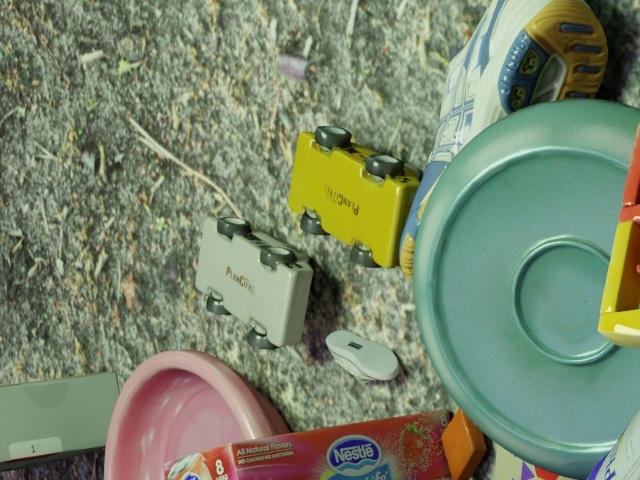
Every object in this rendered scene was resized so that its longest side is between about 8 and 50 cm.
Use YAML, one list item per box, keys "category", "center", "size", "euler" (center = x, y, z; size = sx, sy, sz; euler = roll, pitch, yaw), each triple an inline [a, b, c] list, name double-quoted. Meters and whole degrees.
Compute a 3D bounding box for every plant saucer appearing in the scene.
- category: "plant saucer"
  center: [0.206, 0.046, 1.573]
  size: [0.318, 0.044, 0.317]
  euler: [7, 103, 30]
- category: "plant saucer"
  center: [-0.115, 0.279, 2.098]
  size: [0.332, 0.084, 0.332]
  euler: [7, 99, 52]

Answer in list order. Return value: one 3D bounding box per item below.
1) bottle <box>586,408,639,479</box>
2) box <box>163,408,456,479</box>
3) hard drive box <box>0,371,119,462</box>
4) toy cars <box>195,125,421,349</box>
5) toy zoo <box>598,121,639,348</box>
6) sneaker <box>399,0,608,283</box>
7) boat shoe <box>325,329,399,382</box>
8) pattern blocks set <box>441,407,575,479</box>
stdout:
- category: "bottle"
  center: [0.250, 0.193, 1.493]
  size: [0.092, 0.118, 0.283]
  euler: [32, 129, 6]
- category: "box"
  center: [0.001, 0.238, 1.788]
  size: [0.123, 0.257, 0.128]
  euler: [-25, 73, 51]
- category: "hard drive box"
  center: [-0.370, 0.226, 2.356]
  size: [0.232, 0.181, 0.089]
  euler: [-22, 77, 53]
- category: "toy cars"
  center: [0.000, 0.000, 1.917]
  size: [0.394, 0.087, 0.176]
  euler: [-38, 58, 52]
- category: "toy zoo"
  center: [0.299, -0.029, 1.407]
  size: [0.192, 0.030, 0.293]
  euler: [-9, 56, 44]
- category: "sneaker"
  center: [0.150, -0.094, 1.696]
  size: [0.296, 0.112, 0.131]
  euler: [-62, 28, 25]
- category: "boat shoe"
  center: [0.043, 0.120, 1.913]
  size: [0.100, 0.035, 0.035]
  euler: [23, 139, 46]
- category: "pattern blocks set"
  center: [0.207, 0.202, 1.700]
  size: [0.285, 0.026, 0.324]
  euler: [30, 117, 48]
